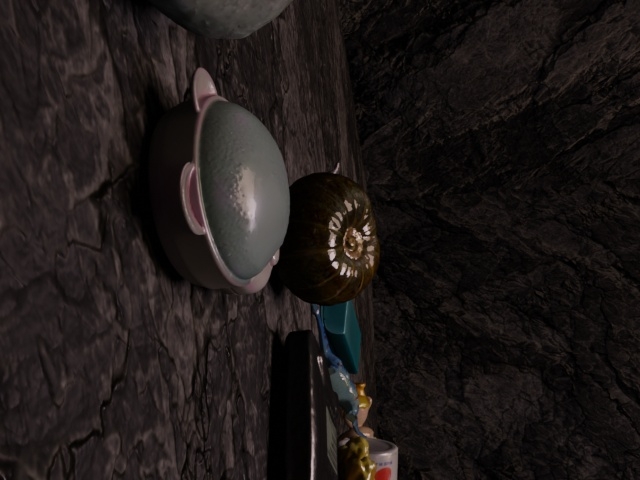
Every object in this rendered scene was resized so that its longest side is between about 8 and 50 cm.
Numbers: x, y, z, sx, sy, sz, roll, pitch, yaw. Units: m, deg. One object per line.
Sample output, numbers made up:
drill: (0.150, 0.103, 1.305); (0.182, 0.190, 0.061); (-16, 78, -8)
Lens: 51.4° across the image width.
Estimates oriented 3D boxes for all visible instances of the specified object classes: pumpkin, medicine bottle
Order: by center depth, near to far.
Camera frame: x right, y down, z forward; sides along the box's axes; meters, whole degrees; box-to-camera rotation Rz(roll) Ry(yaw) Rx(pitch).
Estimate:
pumpkin: (0.000, 0.000, 1.069); (0.219, 0.162, 0.219); (17, 69, -53)
medicine bottle: (0.088, 0.590, 1.361); (0.130, 0.130, 0.341); (21, 72, -82)

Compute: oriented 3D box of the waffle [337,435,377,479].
waffle: (0.050, 0.516, 1.178); (0.325, 0.068, 0.302); (107, -17, -55)

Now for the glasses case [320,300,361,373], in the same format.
glasses case: (0.052, 0.231, 1.649); (0.301, 0.070, 0.117); (76, 18, -60)

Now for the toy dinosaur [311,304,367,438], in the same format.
toy dinosaur: (0.027, 0.295, 1.358); (0.144, 0.076, 0.329); (-50, 118, -73)

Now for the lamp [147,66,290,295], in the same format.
lamp: (-0.082, -0.034, 0.644); (0.246, 0.107, 0.180); (73, 19, -60)

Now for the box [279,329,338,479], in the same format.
box: (-0.013, 0.317, 1.057); (0.290, 0.073, 0.289); (75, 12, -57)

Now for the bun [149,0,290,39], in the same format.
bun: (-0.075, -0.350, 0.559); (0.354, 0.194, 0.355); (-4, 90, -80)

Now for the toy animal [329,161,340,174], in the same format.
toy animal: (-0.001, -0.008, 1.342); (0.367, 0.081, 0.206); (-61, 150, -63)

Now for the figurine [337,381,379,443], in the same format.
figurine: (0.078, 0.446, 1.495); (0.156, 0.131, 0.247); (8, 77, -47)
